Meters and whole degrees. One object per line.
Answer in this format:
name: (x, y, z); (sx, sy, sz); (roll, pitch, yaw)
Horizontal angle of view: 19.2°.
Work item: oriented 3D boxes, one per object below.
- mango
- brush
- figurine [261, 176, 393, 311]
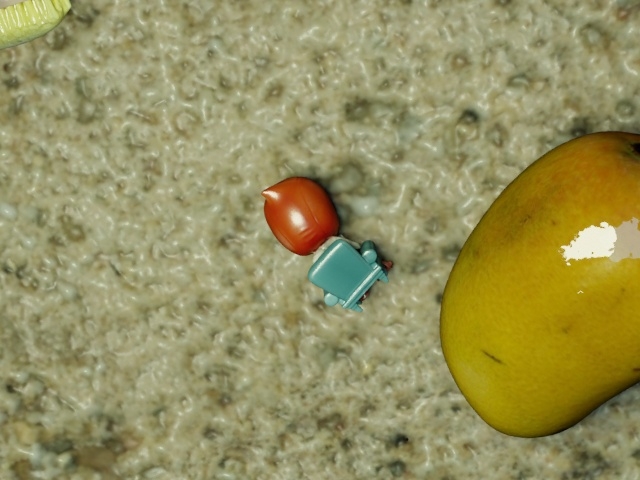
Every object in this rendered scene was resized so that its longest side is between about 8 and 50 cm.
mango: (0.225, 0.042, 1.655); (0.211, 0.173, 0.317); (33, 116, -8)
brush: (-0.368, -0.185, 1.720); (0.313, 0.072, 0.067); (-14, 114, 10)
figurine: (0.000, 0.000, 1.713); (0.140, 0.075, 0.068); (44, 104, -7)
